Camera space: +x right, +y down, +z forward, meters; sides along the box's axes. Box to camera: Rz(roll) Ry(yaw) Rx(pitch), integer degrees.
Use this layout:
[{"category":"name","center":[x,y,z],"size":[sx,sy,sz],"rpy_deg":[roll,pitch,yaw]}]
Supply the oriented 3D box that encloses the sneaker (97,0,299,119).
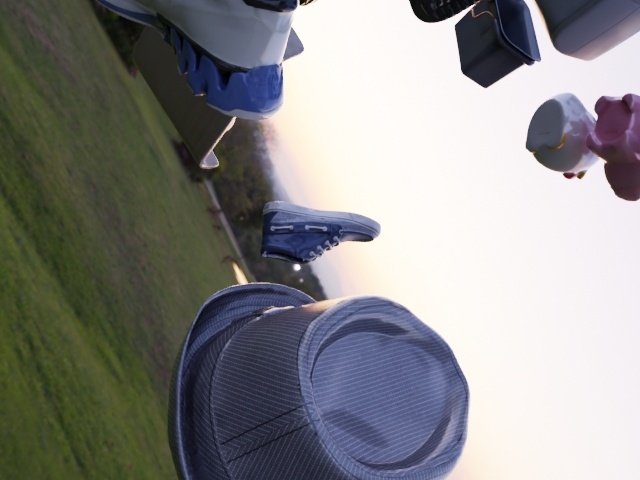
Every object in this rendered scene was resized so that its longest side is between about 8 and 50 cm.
[{"category":"sneaker","center":[-0.122,-0.288,0.736],"size":[0.315,0.127,0.182],"rpy_deg":[44,-50,20]}]

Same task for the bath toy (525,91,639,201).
[{"category":"bath toy","center":[0.408,-0.112,0.886],"size":[0.348,0.129,0.151],"rpy_deg":[19,-84,61]}]

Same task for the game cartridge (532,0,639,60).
[{"category":"game cartridge","center":[0.222,-0.261,0.421],"size":[0.294,0.060,0.196],"rpy_deg":[-52,-142,44]}]

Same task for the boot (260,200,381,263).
[{"category":"boot","center":[0.000,0.000,1.115],"size":[0.069,0.190,0.086],"rpy_deg":[118,-21,-66]}]

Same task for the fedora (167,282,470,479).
[{"category":"fedora","center":[0.025,0.121,0.528],"size":[0.275,0.124,0.243],"rpy_deg":[10,55,-51]}]

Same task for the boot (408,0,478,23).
[{"category":"boot","center":[0.179,-0.332,0.782],"size":[0.077,0.198,0.137],"rpy_deg":[59,17,-47]}]

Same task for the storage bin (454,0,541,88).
[{"category":"storage bin","center":[0.240,-0.290,1.023],"size":[0.098,0.091,0.135],"rpy_deg":[23,50,-31]}]

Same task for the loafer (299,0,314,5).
[{"category":"loafer","center":[-0.025,-0.542,1.392],"size":[0.109,0.095,0.302],"rpy_deg":[54,-22,-2]}]

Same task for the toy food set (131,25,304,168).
[{"category":"toy food set","center":[-0.161,-0.276,1.097],"size":[0.219,0.092,0.306],"rpy_deg":[58,-43,9]}]
